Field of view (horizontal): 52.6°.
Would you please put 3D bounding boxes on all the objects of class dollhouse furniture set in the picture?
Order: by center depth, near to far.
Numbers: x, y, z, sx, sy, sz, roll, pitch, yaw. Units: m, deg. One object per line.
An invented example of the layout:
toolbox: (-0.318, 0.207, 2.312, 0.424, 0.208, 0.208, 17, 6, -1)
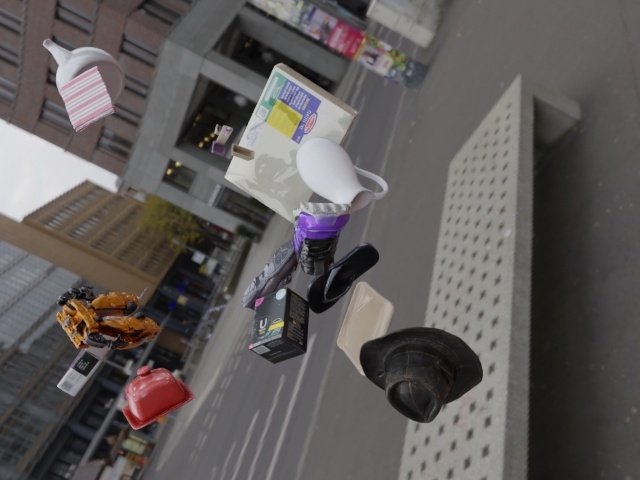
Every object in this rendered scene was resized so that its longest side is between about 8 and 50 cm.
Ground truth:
dollhouse furniture set: (-0.218, -0.273, 1.723, 0.081, 0.114, 0.091, -50, 31, 43)

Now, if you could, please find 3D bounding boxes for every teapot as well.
teapot: (-0.844, -0.593, 2.341, 0.253, 0.187, 0.256, -22, -40, -38)

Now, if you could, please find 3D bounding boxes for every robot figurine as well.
robot figurine: (-0.565, 0.214, 1.717, 0.085, 0.211, 0.291, -49, -22, 16)

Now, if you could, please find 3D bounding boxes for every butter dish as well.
butter dish: (-0.411, 0.360, 1.579, 0.160, 0.118, 0.160, -25, 18, -24)

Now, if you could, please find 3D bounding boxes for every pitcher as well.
pitcher: (0.052, -0.161, 1.586, 0.178, 0.207, 0.125, -21, -28, -36)

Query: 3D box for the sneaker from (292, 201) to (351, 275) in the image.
sneaker: (0.001, 0.000, 1.315, 0.293, 0.102, 0.146, 173, 98, -84)

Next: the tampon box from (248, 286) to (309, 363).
tampon box: (-0.109, 0.230, 1.755, 0.120, 0.101, 0.161, -25, 43, 30)

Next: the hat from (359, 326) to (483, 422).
hat: (0.244, 0.356, 1.577, 0.331, 0.331, 0.134, 123, 163, -44)

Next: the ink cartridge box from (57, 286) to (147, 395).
ink cartridge box: (-0.638, 0.278, 1.925, 0.175, 0.069, 0.371, -48, 12, 26)

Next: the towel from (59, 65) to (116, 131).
towel: (-0.732, -0.445, 2.037, 0.144, 0.197, 0.029, -28, -25, 1)

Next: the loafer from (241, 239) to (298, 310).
loafer: (-0.137, 0.119, 2.078, 0.302, 0.095, 0.109, -48, 25, 27)

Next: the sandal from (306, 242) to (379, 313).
sandal: (0.056, 0.106, 1.797, 0.254, 0.097, 0.054, -46, 23, 11)

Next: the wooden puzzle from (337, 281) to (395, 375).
wooden puzzle: (0.135, 0.252, 1.882, 0.220, 0.044, 0.239, -71, 21, 6)

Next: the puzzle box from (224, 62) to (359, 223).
puzzle box: (-0.092, -0.276, 1.909, 0.409, 0.272, 0.052, -59, -6, 33)
